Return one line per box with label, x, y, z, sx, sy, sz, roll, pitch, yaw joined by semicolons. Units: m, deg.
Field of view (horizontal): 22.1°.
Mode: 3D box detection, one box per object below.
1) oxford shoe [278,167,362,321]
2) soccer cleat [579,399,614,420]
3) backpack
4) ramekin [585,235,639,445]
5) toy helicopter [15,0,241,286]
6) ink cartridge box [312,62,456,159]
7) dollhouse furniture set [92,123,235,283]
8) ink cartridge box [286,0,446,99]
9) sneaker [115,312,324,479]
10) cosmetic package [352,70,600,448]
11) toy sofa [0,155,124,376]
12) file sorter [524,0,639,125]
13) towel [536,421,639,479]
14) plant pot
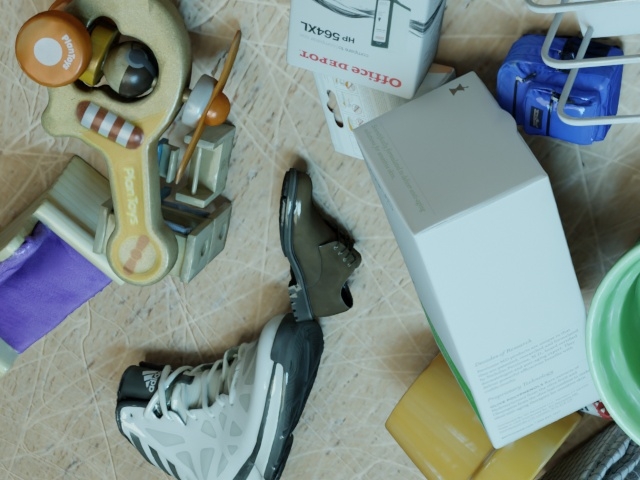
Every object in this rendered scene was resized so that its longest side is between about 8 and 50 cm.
oxford shoe;0.000;0.000;1.996;0.096;0.083;0.227;-5;133;8
soccer cleat;0.336;0.204;2.052;0.083;0.029;0.035;25;148;8
backpack;0.240;-0.156;1.679;0.120;0.101;0.098;16;131;18
ramekin;0.444;0.090;1.731;0.303;0.148;0.303;9;118;19
toy helicopter;-0.200;-0.118;1.865;0.235;0.140;0.355;-1;109;9
ink cartridge box;0.081;-0.143;1.836;0.179;0.045;0.145;21;143;36
dollhouse furniture set;-0.180;-0.069;1.997;0.129;0.129;0.184;18;114;12
ink cartridge box;0.051;-0.259;1.683;0.148;0.086;0.203;17;138;11
sneaker;-0.157;0.221;2.223;0.257;0.169;0.447;22;141;3
cosmetic package;0.180;0.026;1.771;0.155;0.197;0.365;-26;132;-1
toy sofa;-0.388;0.058;2.176;0.150;0.177;0.362;41;137;-14
file sorter;0.281;-0.265;1.489;0.193;0.173;0.278;-2;131;29
towel;0.313;0.364;2.026;0.121;0.283;0.235;45;139;2
plant pot;0.192;0.242;2.056;0.188;0.205;0.205;39;140;11
